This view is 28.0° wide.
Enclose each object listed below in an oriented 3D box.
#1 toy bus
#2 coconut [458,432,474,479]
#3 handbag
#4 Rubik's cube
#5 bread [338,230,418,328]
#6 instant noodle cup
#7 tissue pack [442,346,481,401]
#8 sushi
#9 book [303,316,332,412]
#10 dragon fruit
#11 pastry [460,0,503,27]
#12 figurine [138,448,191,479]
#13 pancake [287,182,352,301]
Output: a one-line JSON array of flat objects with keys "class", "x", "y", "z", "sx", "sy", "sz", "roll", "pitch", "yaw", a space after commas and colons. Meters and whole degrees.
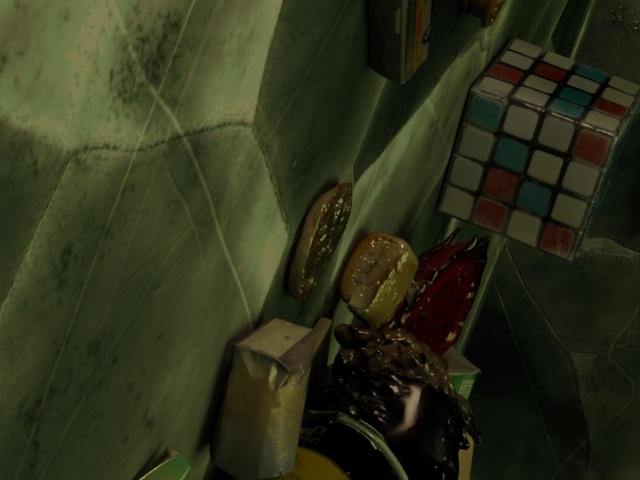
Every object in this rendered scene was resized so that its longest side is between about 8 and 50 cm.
[{"class": "toy bus", "x": 0.085, "y": -0.239, "z": 1.352, "sx": 0.072, "sy": 0.057, "sz": 0.172, "roll": -53, "pitch": 162, "yaw": -20}, {"class": "coconut", "x": 0.106, "y": 0.335, "z": 1.878, "sx": 0.259, "sy": 0.259, "sz": 0.259, "roll": 22, "pitch": 90, "yaw": -77}, {"class": "handbag", "x": -0.058, "y": 0.178, "z": 1.364, "sx": 0.117, "sy": 0.095, "sz": 0.173, "roll": -29, "pitch": 136, "yaw": -64}, {"class": "Rubik's cube", "x": 0.376, "y": -0.158, "z": 2.190, "sx": 0.256, "sy": 0.253, "sz": 0.259, "roll": -48, "pitch": 158, "yaw": -54}, {"class": "bread", "x": 0.072, "y": 0.046, "z": 1.700, "sx": 0.125, "sy": 0.082, "sz": 0.106, "roll": -56, "pitch": 155, "yaw": -6}, {"class": "instant noodle cup", "x": -0.033, "y": 0.335, "z": 1.483, "sx": 0.236, "sy": 0.216, "sz": 0.215, "roll": -27, "pitch": 138, "yaw": -52}, {"class": "tissue pack", "x": 0.166, "y": 0.290, "z": 2.348, "sx": 0.148, "sy": 0.156, "sz": 0.209, "roll": 1, "pitch": 117, "yaw": -37}, {"class": "sushi", "x": 0.104, "y": 0.223, "z": 1.663, "sx": 0.218, "sy": 0.225, "sz": 0.238, "roll": -56, "pitch": 161, "yaw": -32}, {"class": "book", "x": -0.033, "y": 0.226, "z": 1.688, "sx": 0.232, "sy": 0.022, "sz": 0.162, "roll": 96, "pitch": 21, "yaw": -50}, {"class": "dragon fruit", "x": 0.161, "y": 0.092, "z": 2.001, "sx": 0.282, "sy": 0.100, "sz": 0.343, "roll": -53, "pitch": 159, "yaw": 7}, {"class": "pastry", "x": 0.227, "y": -0.346, "z": 1.744, "sx": 0.097, "sy": 0.057, "sz": 0.109, "roll": -26, "pitch": 139, "yaw": -78}, {"class": "figurine", "x": -0.156, "y": 0.266, "z": 1.177, "sx": 0.187, "sy": 0.083, "sz": 0.083, "roll": -65, "pitch": 170, "yaw": -58}, {"class": "pancake", "x": 0.001, "y": 0.001, "z": 1.461, "sx": 0.151, "sy": 0.025, "sz": 0.151, "roll": 21, "pitch": 90, "yaw": -76}]
